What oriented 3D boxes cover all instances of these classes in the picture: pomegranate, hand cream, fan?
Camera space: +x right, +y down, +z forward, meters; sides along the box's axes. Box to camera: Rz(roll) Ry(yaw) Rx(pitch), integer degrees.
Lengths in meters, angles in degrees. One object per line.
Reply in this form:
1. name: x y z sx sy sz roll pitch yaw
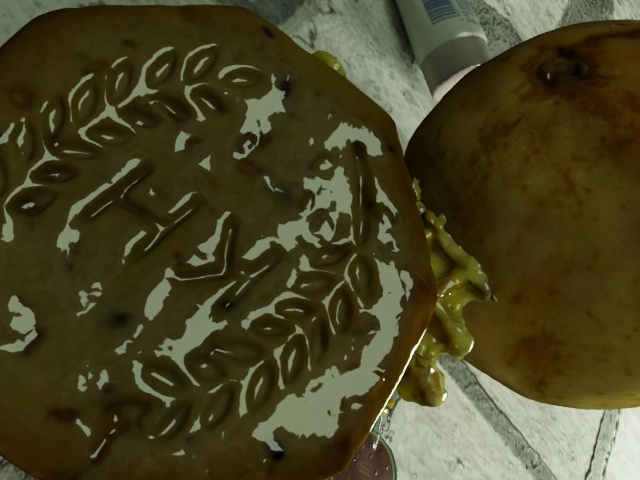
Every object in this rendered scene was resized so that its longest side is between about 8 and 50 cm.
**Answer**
1. pomegranate: 0.261 0.000 0.748 0.410 0.410 0.411 16 65 -38
2. hand cream: 0.131 -0.290 0.934 0.133 0.083 0.248 3 63 -42
3. fan: 0.048 0.196 0.726 0.085 0.005 0.133 37 55 -27

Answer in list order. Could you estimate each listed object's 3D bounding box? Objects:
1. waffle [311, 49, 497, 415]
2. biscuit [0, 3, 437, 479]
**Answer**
1. waffle: -0.001 0.000 0.609 0.283 0.065 0.310 12 77 7
2. biscuit: -0.087 0.000 0.502 0.358 0.046 0.360 4 75 -15
